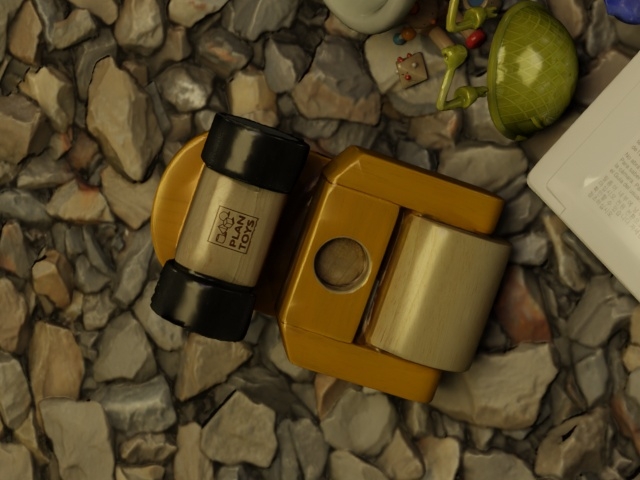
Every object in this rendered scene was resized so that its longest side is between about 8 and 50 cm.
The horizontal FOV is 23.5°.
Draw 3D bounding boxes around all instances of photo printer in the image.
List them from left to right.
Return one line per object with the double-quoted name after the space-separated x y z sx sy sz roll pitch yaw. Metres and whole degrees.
0.359 -0.078 1.291 0.307 0.107 0.256 -50 64 18 "photo printer"

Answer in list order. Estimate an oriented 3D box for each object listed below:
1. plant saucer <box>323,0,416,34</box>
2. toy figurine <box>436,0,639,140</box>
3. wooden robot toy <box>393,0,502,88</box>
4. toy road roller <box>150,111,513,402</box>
0.051 -0.395 1.422 0.400 0.100 0.400 167 90 -73 "plant saucer"
0.251 -0.261 1.310 0.217 0.191 0.362 9 92 35 "toy figurine"
0.115 -0.216 1.464 0.173 0.079 0.076 -47 65 21 "wooden robot toy"
0.000 0.000 1.482 0.329 0.240 0.202 18 98 -7 "toy road roller"
